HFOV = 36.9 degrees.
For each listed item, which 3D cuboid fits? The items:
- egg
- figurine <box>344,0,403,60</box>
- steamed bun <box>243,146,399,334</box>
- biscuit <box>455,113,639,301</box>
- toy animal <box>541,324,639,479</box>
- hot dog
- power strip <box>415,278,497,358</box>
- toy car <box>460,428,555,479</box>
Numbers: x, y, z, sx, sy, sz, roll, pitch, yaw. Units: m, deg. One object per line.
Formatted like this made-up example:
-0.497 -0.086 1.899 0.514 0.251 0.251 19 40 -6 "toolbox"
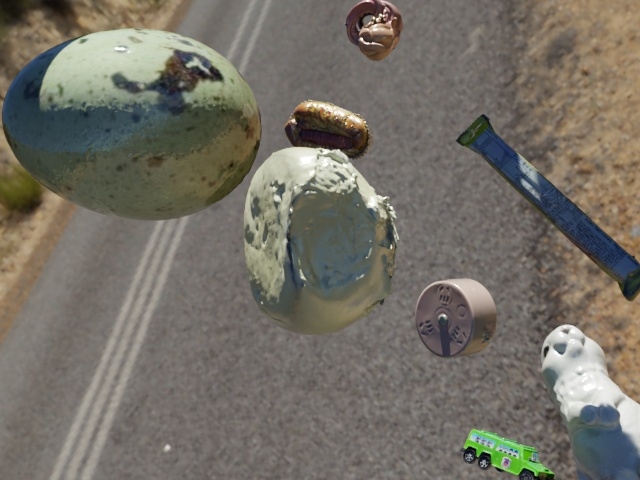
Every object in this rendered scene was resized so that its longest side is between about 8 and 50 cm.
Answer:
-0.277 -0.172 1.437 0.287 0.379 0.288 -178 90 -82 "egg"
0.118 -0.430 1.956 0.114 0.126 0.157 -30 26 3 "figurine"
0.000 0.000 1.743 0.312 0.232 0.334 -168 78 -68 "steamed bun"
0.282 -0.043 1.161 0.048 0.292 0.026 -43 -16 -1 "biscuit"
0.517 0.327 1.746 0.193 0.258 0.357 -33 47 15 "toy animal"
0.022 -0.263 2.314 0.252 0.069 0.131 19 104 34 "hot dog"
0.260 0.150 1.837 0.154 0.078 0.154 2 93 49 "power strip"
0.326 0.377 1.653 0.165 0.071 0.063 13 84 44 "toy car"
